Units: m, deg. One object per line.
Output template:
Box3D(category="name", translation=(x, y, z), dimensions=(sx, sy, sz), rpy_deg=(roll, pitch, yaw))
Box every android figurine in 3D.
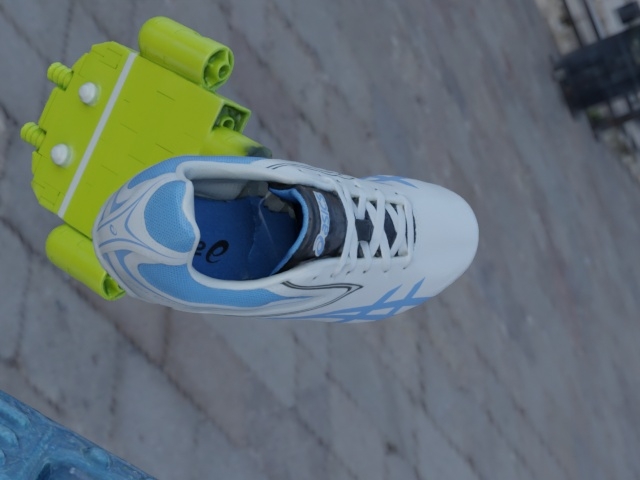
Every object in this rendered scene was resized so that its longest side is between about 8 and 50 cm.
Box3D(category="android figurine", translation=(-0.167, -0.078, 1.319), dimensions=(0.273, 0.248, 0.056), rpy_deg=(32, 9, 34))

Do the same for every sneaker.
Box3D(category="sneaker", translation=(0.000, 0.000, 0.756), dimensions=(0.237, 0.086, 0.085), rpy_deg=(0, 85, -39))

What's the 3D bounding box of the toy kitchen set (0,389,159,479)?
Box3D(category="toy kitchen set", translation=(-0.081, 0.066, 0.256), dimensions=(0.207, 0.122, 0.166), rpy_deg=(30, 21, -3))
